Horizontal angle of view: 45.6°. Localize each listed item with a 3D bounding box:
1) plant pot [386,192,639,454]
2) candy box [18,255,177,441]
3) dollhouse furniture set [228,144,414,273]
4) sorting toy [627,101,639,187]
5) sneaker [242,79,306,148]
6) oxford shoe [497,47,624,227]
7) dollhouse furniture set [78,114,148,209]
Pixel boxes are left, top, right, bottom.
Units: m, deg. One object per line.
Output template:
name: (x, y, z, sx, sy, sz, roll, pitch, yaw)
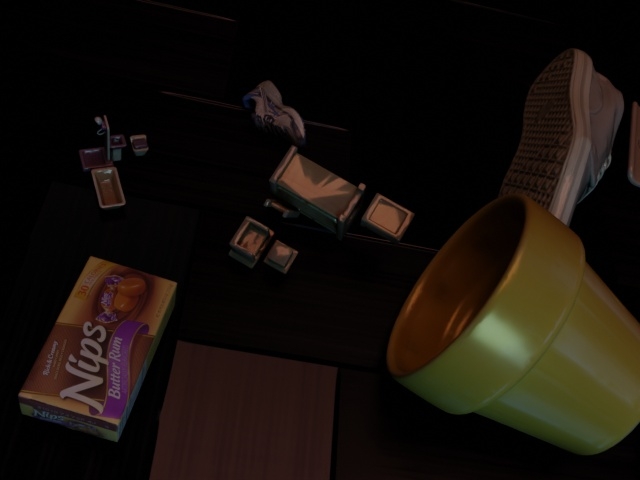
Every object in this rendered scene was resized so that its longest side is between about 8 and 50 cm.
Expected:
plant pot: (0.243, 0.115, 0.873, 0.239, 0.254, 0.254, 36, 52, -8)
candy box: (-0.242, 0.117, 0.846, 0.109, 0.053, 0.187, 18, 51, -2)
dollhouse furniture set: (0.000, 0.000, 0.996, 0.182, 0.101, 0.161, 30, 77, 7)
sorting toy: (0.600, -0.125, 1.267, 0.208, 0.038, 0.193, 24, 52, -3)
sneaker: (-0.069, -0.175, 1.116, 0.058, 0.052, 0.135, -27, 57, -19)
oxford shoe: (0.365, -0.116, 1.126, 0.130, 0.169, 0.449, 36, 50, -13)
dollhouse furniture set: (-0.259, -0.105, 0.985, 0.091, 0.081, 0.114, -10, 58, -21)
